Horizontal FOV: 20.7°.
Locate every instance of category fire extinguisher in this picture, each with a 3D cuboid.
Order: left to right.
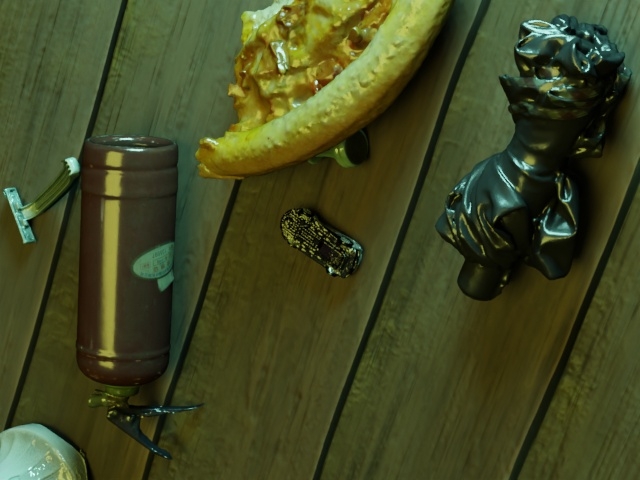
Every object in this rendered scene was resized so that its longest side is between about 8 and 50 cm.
[{"bbox_3d":[-0.189,0.065,1.847,0.138,0.102,0.343,2,101,-1],"label":"fire extinguisher"}]

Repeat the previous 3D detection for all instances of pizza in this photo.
[{"bbox_3d":[0.001,-0.181,1.670,0.365,0.074,0.182,-33,65,33],"label":"pizza"}]

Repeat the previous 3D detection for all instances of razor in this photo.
[{"bbox_3d":[-0.292,-0.055,1.901,0.191,0.037,0.068,-32,79,57],"label":"razor"}]

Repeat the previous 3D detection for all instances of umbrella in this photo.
[{"bbox_3d":[0.191,-0.065,1.560,0.122,0.110,0.272,18,113,-6],"label":"umbrella"}]

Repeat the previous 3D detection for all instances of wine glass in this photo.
[{"bbox_3d":[-0.369,0.301,1.943,0.165,0.196,0.164,5,100,31],"label":"wine glass"}]

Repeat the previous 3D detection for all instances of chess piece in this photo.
[{"bbox_3d":[0.000,-0.091,1.724,0.093,0.042,0.042,-1,97,41],"label":"chess piece"}]

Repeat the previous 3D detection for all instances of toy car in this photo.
[{"bbox_3d":[0.000,0.000,1.744,0.093,0.025,0.041,37,115,20],"label":"toy car"}]
